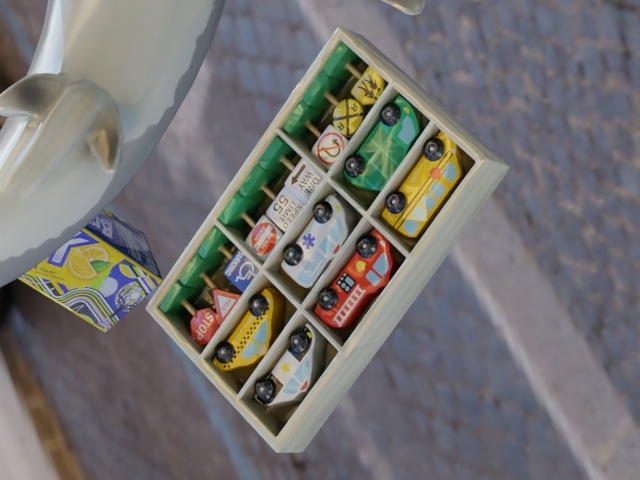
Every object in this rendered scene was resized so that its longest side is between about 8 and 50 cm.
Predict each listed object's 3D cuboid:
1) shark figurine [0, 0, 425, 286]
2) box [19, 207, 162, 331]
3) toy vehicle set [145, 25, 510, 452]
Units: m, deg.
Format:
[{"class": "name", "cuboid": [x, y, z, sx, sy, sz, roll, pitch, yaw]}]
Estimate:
[{"class": "shark figurine", "cuboid": [-0.084, -0.048, 0.587, 0.166, 0.278, 0.116, 32, 175, -5]}, {"class": "box", "cuboid": [-0.183, -0.008, 1.276, 0.169, 0.059, 0.054, 37, -163, -43]}, {"class": "toy vehicle set", "cuboid": [0.000, 0.000, 1.417, 0.166, 0.035, 0.267, 43, 107, 29]}]
